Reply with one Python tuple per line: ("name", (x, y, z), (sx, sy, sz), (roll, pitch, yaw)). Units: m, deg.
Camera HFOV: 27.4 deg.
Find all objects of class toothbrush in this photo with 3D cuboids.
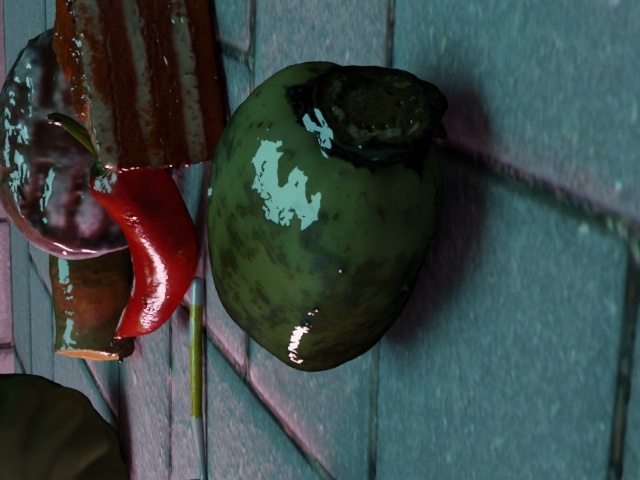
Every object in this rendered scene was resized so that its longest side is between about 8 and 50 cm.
("toothbrush", (-0.146, 0.183, 1.529), (0.021, 0.024, 0.288), (-150, 59, -69))

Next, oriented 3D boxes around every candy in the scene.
("candy", (-0.282, -0.121, 1.570), (0.157, 0.214, 0.289), (-179, 89, -69))

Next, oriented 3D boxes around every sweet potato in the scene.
("sweet potato", (-0.331, 0.011, 1.873), (0.131, 0.131, 0.336), (-175, 81, -70))

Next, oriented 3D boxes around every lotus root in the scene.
("lotus root", (0.000, 0.000, 0.924), (0.309, 0.173, 0.173), (104, 155, -57))

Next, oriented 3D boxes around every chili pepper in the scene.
("chili pepper", (-0.208, 0.004, 1.489), (0.091, 0.137, 0.368), (-89, -5, -47))

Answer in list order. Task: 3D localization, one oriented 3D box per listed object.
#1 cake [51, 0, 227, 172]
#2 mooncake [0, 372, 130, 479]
("cake", (-0.200, -0.174, 1.424), (0.159, 0.158, 0.262), (132, 131, -67))
("mooncake", (-0.466, 0.376, 1.978), (0.194, 0.357, 0.356), (151, 114, -77))
